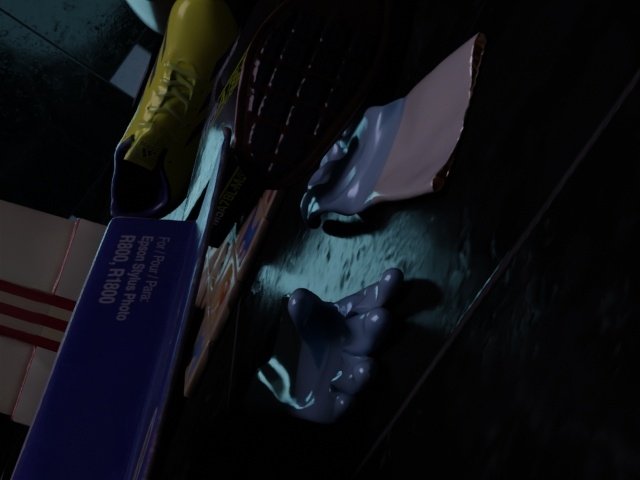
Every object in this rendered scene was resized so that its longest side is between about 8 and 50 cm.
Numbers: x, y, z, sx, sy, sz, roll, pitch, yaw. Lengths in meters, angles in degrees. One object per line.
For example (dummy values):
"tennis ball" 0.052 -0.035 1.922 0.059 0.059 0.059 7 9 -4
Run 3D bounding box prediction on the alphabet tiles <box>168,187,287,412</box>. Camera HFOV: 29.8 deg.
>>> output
"alphabet tiles" -0.073 -0.030 1.048 0.285 0.011 0.342 -99 32 -63

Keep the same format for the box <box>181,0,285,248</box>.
"box" -0.054 -0.116 0.977 0.190 0.045 0.184 129 154 -52

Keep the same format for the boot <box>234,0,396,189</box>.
"boot" 0.008 -0.123 0.757 0.106 0.082 0.219 80 -149 -78

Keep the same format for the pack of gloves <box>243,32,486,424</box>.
"pack of gloves" 0.000 0.000 0.656 0.232 0.046 0.195 158 129 -72

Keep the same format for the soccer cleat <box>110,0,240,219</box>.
"soccer cleat" -0.158 -0.132 1.283 0.121 0.093 0.289 -44 -18 -49

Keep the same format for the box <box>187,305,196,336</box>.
"box" -0.190 0.170 1.086 0.216 0.060 0.270 -171 97 -76

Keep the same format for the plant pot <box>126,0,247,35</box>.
"plant pot" -0.158 -0.355 1.418 0.229 0.263 0.263 93 -169 -68

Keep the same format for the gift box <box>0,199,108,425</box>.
"gift box" -0.324 0.078 1.377 0.276 0.258 0.255 50 -124 -83

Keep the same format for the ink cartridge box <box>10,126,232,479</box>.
"ink cartridge box" -0.138 0.138 0.672 0.324 0.071 0.330 -85 12 -57
